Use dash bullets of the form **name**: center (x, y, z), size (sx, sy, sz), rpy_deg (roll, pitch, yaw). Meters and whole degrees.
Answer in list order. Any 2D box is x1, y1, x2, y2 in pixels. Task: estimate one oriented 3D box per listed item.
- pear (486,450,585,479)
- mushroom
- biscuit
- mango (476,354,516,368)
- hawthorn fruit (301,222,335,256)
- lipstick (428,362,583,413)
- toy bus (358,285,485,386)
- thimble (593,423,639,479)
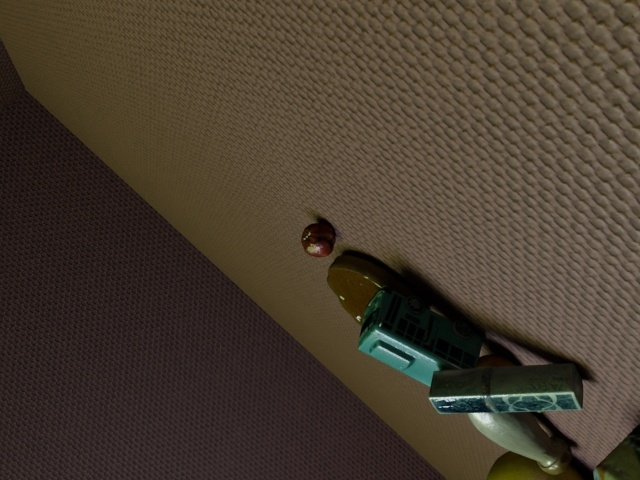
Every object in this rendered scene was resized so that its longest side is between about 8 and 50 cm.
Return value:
- **pear**: center (0.556, 0.702, 1.677), size (0.285, 0.336, 0.284), rpy_deg (14, 135, 14)
- **mushroom**: center (0.457, 0.434, 1.580), size (0.350, 0.128, 0.128), rpy_deg (39, 164, -3)
- **biscuit**: center (0.169, 0.180, 1.671), size (0.381, 0.074, 0.359), rpy_deg (48, 162, -26)
- **mango**: center (0.388, 0.308, 1.452), size (0.115, 0.089, 0.165), rpy_deg (-3, 152, 26)
- **hawthorn fruit**: center (0.000, 0.000, 1.594), size (0.093, 0.093, 0.093), rpy_deg (38, 163, 14)
- **lipstick**: center (0.363, 0.293, 1.284), size (0.290, 0.076, 0.077), rpy_deg (-12, 131, 30)
- **toy bus**: center (0.213, 0.223, 1.433), size (0.256, 0.147, 0.128), rpy_deg (27, 140, -2)
- **thimble**: center (0.622, 0.466, 1.145), size (0.254, 0.167, 0.288), rpy_deg (42, 176, 44)
